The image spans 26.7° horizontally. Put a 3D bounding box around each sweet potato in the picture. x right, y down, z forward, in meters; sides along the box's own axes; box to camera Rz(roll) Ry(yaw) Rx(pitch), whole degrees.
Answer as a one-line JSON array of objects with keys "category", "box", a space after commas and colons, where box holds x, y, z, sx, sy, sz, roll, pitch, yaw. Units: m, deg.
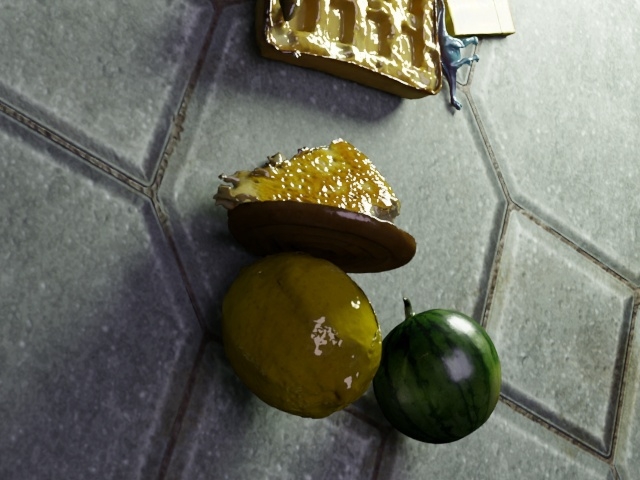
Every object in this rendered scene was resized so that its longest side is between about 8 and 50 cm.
[{"category": "sweet potato", "box": [-0.038, -0.374, 1.950, 0.041, 0.038, 0.153, 53, 41, -41]}]

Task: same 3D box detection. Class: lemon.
[{"category": "lemon", "box": [-0.027, 0.123, 1.786, 0.204, 0.204, 0.260, -4, 42, -39]}]

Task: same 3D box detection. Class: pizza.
[{"category": "pizza", "box": [-0.018, -0.062, 1.906, 0.297, 0.071, 0.189, -13, 50, -47]}]

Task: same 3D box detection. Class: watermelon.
[{"category": "watermelon", "box": [0.161, 0.183, 1.936, 0.188, 0.188, 0.215, -23, 83, -40]}]

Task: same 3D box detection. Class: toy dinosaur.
[{"category": "toy dinosaur", "box": [0.215, -0.312, 2.215, 0.080, 0.045, 0.197, -17, 98, -24]}]

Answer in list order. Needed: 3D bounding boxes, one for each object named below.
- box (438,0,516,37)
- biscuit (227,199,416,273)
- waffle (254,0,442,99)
[{"category": "box", "box": [0.267, -0.390, 2.299, 0.156, 0.022, 0.089, -7, 83, -39]}, {"category": "biscuit", "box": [0.000, 0.001, 1.818, 0.262, 0.262, 0.037, 19, 73, -33]}, {"category": "waffle", "box": [0.040, -0.385, 2.084, 0.348, 0.077, 0.304, 11, 71, -36]}]
